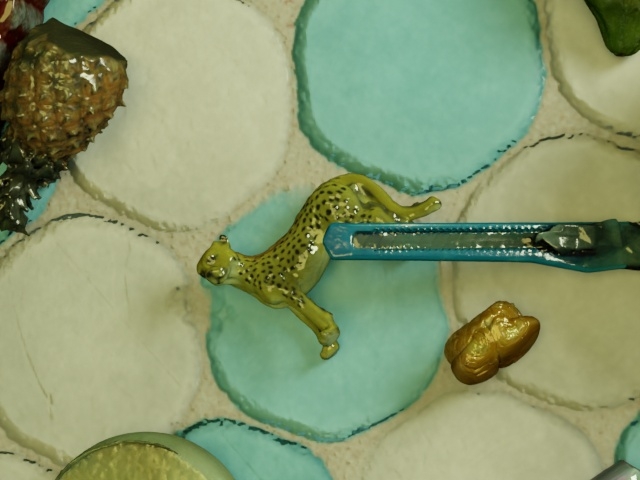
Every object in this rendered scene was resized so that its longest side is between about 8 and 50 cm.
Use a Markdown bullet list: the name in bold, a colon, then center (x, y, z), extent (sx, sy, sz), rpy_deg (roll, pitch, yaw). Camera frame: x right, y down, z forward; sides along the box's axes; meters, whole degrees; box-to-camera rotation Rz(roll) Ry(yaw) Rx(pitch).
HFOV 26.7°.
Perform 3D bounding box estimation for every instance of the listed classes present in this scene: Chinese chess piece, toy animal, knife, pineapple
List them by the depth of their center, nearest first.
- **knife**: center (0.149, 0.005, 1.096), extent (0.296, 0.026, 0.044), rpy_deg (0, 84, -6)
- **toy animal**: center (0.000, 0.000, 1.143), extent (0.136, 0.073, 0.181), rpy_deg (41, 94, 13)
- **Chinese chess piece**: center (-0.151, 0.259, 1.157), extent (0.188, 0.083, 0.188), rpy_deg (-2, 83, 12)
- **pineapple**: center (-0.246, -0.092, 1.194), extent (0.108, 0.108, 0.198), rpy_deg (30, 105, 12)

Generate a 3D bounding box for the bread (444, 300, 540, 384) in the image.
- **bread**: center (0.139, 0.084, 1.105), extent (0.083, 0.081, 0.046), rpy_deg (-25, 69, -23)

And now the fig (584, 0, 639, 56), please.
- **fig**: center (0.257, -0.228, 1.094), extent (0.123, 0.123, 0.156), rpy_deg (3, 126, 12)

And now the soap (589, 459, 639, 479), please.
- **soap**: center (0.298, 0.326, 1.038), extent (0.193, 0.109, 0.324), rpy_deg (-36, 79, 8)

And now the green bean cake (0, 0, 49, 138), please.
- **green bean cake**: center (-0.369, -0.213, 1.222), extent (0.232, 0.097, 0.198), rpy_deg (24, 92, 12)
